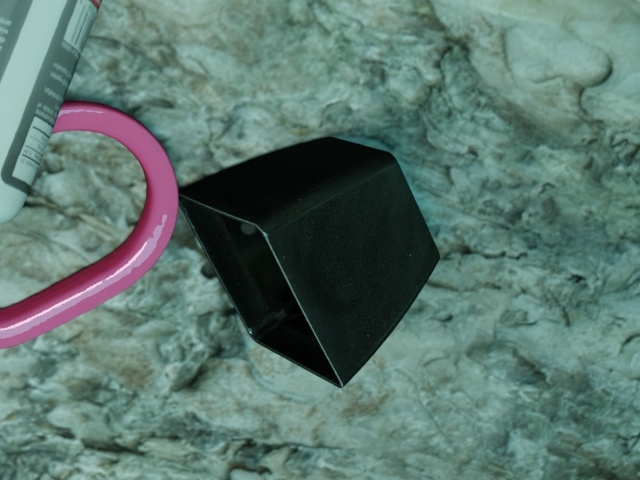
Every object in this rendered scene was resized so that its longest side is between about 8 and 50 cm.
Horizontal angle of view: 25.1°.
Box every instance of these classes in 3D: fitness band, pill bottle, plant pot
[{"bbox_3d":[-0.274,-0.017,1.349,0.291,0.054,0.209,-28,115,-8],"label":"fitness band"},{"bbox_3d":[-0.308,-0.118,1.194,0.176,0.176,0.318,22,84,-25],"label":"pill bottle"},{"bbox_3d":[0.000,0.000,1.391,0.167,0.187,0.188,-37,117,-19],"label":"plant pot"}]

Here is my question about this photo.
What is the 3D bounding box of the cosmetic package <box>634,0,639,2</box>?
[{"bbox_3d":[0.311,-0.350,1.347,0.138,0.224,0.224,-4,110,-18],"label":"cosmetic package"}]
